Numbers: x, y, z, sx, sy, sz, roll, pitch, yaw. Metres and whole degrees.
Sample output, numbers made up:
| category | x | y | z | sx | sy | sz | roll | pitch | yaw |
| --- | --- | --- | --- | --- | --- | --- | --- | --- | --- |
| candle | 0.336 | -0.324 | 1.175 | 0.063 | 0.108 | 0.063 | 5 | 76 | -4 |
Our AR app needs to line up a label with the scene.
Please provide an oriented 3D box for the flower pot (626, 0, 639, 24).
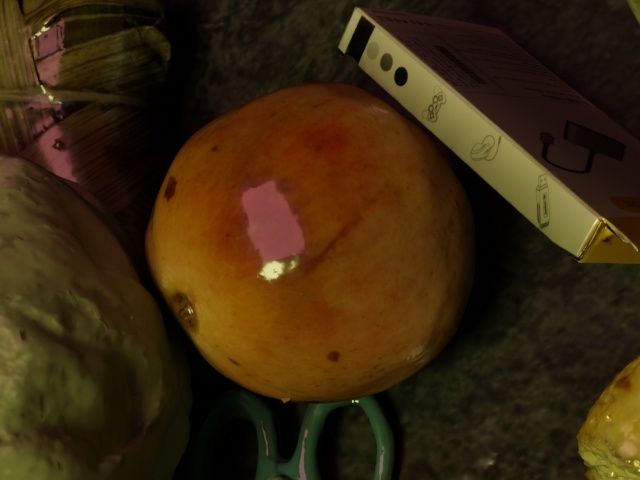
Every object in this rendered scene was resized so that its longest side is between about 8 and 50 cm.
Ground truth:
| category | x | y | z | sx | sy | sz | roll | pitch | yaw |
| --- | --- | --- | --- | --- | --- | --- | --- | --- | --- |
| flower pot | 0.306 | -0.108 | 0.656 | 0.244 | 0.307 | 0.307 | -43 | 52 | 3 |

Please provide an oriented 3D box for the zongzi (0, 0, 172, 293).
| category | x | y | z | sx | sy | sz | roll | pitch | yaw |
| --- | --- | --- | --- | --- | --- | --- | --- | --- | --- |
| zongzi | -0.222 | -0.039 | 1.114 | 0.286 | 0.134 | 0.288 | -23 | 69 | 32 |

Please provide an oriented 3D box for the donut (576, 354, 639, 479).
| category | x | y | z | sx | sy | sz | roll | pitch | yaw |
| --- | --- | --- | --- | --- | --- | --- | --- | --- | --- |
| donut | 0.253 | 0.102 | 0.720 | 0.295 | 0.112 | 0.151 | 28 | 89 | 38 |

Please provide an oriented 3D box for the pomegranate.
| category | x | y | z | sx | sy | sz | roll | pitch | yaw |
| --- | --- | --- | --- | --- | --- | --- | --- | --- | --- |
| pomegranate | -0.003 | 0.002 | 0.901 | 0.191 | 0.191 | 0.191 | -15 | 62 | 29 |

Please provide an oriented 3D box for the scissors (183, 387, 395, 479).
| category | x | y | z | sx | sy | sz | roll | pitch | yaw |
| --- | --- | --- | --- | --- | --- | --- | --- | --- | --- |
| scissors | -0.024 | 0.221 | 0.901 | 0.138 | 0.041 | 0.289 | -7 | 65 | 21 |

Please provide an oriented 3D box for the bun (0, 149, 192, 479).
| category | x | y | z | sx | sy | sz | roll | pitch | yaw |
| --- | --- | --- | --- | --- | --- | --- | --- | --- | --- |
| bun | -0.190 | 0.135 | 0.905 | 0.219 | 0.365 | 0.365 | 9 | 69 | -9 |

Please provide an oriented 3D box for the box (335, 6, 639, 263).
| category | x | y | z | sx | sy | sz | roll | pitch | yaw |
| --- | --- | --- | --- | --- | --- | --- | --- | --- | --- |
| box | 0.125 | -0.053 | 0.868 | 0.247 | 0.129 | 0.033 | 47 | 122 | 39 |
